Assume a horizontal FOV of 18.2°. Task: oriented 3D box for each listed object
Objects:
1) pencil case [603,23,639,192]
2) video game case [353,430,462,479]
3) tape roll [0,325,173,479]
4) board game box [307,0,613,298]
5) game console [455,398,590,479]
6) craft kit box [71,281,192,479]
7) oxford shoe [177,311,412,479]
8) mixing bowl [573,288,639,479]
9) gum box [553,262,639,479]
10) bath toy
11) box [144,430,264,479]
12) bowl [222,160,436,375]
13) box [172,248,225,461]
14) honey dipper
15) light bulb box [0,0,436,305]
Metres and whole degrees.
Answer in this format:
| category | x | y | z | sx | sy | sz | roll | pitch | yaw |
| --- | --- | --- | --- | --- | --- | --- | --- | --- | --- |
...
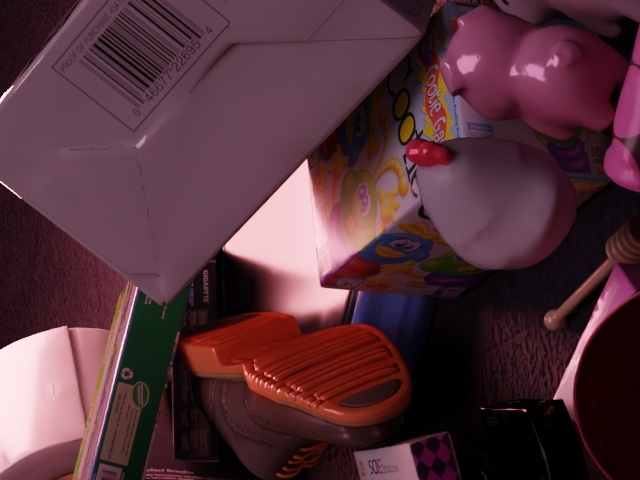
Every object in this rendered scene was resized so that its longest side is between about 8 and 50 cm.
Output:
| category | x | y | z | sx | sy | sz | roll | pitch | yaw |
| --- | --- | --- | --- | --- | --- | --- | --- | --- | --- |
| pencil case | 0.271 | -0.132 | 1.403 | 0.095 | 0.098 | 0.209 | -24 | -51 | -65 |
| video game case | 0.093 | 0.277 | 1.645 | 0.210 | 0.042 | 0.232 | 147 | 109 | -77 |
| tape roll | -0.296 | 0.245 | 2.390 | 0.246 | 0.246 | 0.169 | 119 | 147 | -41 |
| board game box | 0.112 | -0.067 | 1.671 | 0.275 | 0.144 | 0.142 | 136 | 133 | -57 |
| game console | 0.147 | 0.233 | 1.568 | 0.361 | 0.044 | 0.213 | 158 | 100 | -76 |
| craft kit box | -0.191 | 0.153 | 1.968 | 0.246 | 0.061 | 0.250 | 143 | 141 | -72 |
| oxford shoe | -0.012 | 0.151 | 1.801 | 0.364 | 0.130 | 0.132 | 13 | 119 | 66 |
| mixing bowl | 0.261 | 0.086 | 1.315 | 0.098 | 0.181 | 0.181 | -63 | -8 | -64 |
| gum box | 0.229 | 0.124 | 1.469 | 0.107 | 0.062 | 0.188 | -116 | 39 | -50 |
| bath toy | 0.154 | -0.146 | 1.478 | 0.151 | 0.129 | 0.348 | -17 | 47 | 61 |
| box | -0.154 | 0.389 | 2.125 | 0.294 | 0.183 | 0.296 | -146 | 65 | -64 |
| bowl | 0.000 | 0.000 | 1.989 | 0.391 | 0.077 | 0.391 | -174 | 90 | -66 |
| box | -0.131 | 0.114 | 2.169 | 0.175 | 0.051 | 0.220 | -83 | -8 | -82 |
| honey dipper | 0.216 | 0.032 | 1.563 | 0.160 | 0.030 | 0.030 | 125 | 142 | -52 |
| light bulb box | -0.075 | -0.198 | 1.738 | 0.358 | 0.225 | 0.361 | -45 | 12 | 28 |
